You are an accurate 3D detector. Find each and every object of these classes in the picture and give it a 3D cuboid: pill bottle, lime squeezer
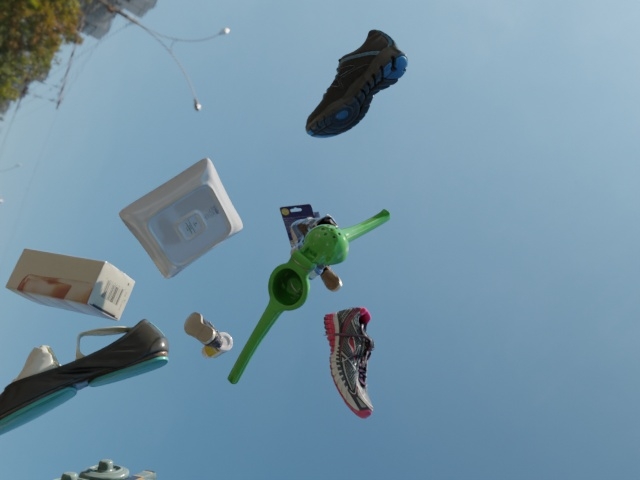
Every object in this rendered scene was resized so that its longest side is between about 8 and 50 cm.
[{"bbox_3d":[-0.343,0.348,1.699,0.116,0.065,0.065,-35,-129,41],"label":"pill bottle"},{"bbox_3d":[-0.019,0.043,0.646,0.059,0.110,0.310,41,-107,8],"label":"lime squeezer"}]

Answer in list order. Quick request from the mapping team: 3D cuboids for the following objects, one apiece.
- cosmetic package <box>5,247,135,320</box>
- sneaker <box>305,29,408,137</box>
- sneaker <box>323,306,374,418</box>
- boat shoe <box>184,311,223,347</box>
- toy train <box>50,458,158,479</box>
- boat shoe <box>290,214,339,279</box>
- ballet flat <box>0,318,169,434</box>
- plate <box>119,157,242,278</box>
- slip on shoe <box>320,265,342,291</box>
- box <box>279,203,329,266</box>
[{"bbox_3d":[-0.706,0.125,1.470,0.296,0.153,0.129,7,-114,21],"label":"cosmetic package"},{"bbox_3d":[0.082,-0.417,1.417,0.341,0.125,0.140,-38,-117,25],"label":"sneaker"},{"bbox_3d":[0.083,0.283,1.261,0.112,0.121,0.299,-20,-135,11],"label":"sneaker"},{"bbox_3d":[-0.379,0.295,1.679,0.075,0.065,0.206,-52,-145,-12],"label":"boat shoe"},{"bbox_3d":[-0.320,0.411,0.737,0.190,0.334,0.142,3,-102,14],"label":"toy train"},{"bbox_3d":[0.000,0.000,0.757,0.066,0.066,0.183,-35,-162,9],"label":"boat shoe"},{"bbox_3d":[-0.375,0.197,0.791,0.096,0.280,0.095,60,-33,17],"label":"ballet flat"},{"bbox_3d":[-0.362,-0.047,1.425,0.278,0.277,0.045,-36,-134,-16],"label":"plate"},{"bbox_3d":[0.024,0.113,1.622,0.051,0.041,0.135,-44,-147,8],"label":"slip on shoe"},{"bbox_3d":[-0.048,-0.018,1.737,0.136,0.036,0.225,-3,-67,34],"label":"box"}]
